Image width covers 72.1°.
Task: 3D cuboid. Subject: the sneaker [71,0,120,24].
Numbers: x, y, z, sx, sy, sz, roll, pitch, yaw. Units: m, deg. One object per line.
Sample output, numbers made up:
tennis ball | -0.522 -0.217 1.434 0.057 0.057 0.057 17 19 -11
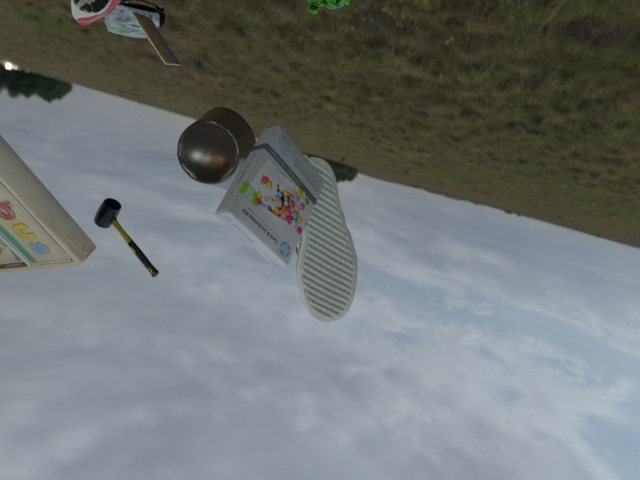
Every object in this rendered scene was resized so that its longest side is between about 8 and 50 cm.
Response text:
sneaker | -0.619 -0.730 1.281 0.107 0.279 0.118 47 151 -21

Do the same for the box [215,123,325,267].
box | -0.074 -0.073 0.724 0.038 0.186 0.145 -4 141 41

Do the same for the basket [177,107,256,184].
basket | -0.229 -0.202 0.989 0.154 0.205 0.227 -13 -167 0

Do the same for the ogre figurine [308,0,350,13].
ogre figurine | -0.008 -0.757 1.354 0.196 0.097 0.118 -1 -164 2

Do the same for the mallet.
mallet | -0.401 0.004 0.909 0.190 0.062 0.039 56 -150 4

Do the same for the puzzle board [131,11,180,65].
puzzle board | -0.397 -0.484 1.068 0.128 0.011 0.096 58 -167 -15

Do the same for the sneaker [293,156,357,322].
sneaker | 0.000 0.000 0.903 0.126 0.322 0.127 -6 179 -10

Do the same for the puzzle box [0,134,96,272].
puzzle box | -0.605 -0.108 0.735 0.271 0.409 0.052 -6 -141 24

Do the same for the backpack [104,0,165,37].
backpack | -0.641 -0.754 1.499 0.151 0.115 0.182 11 -159 29
